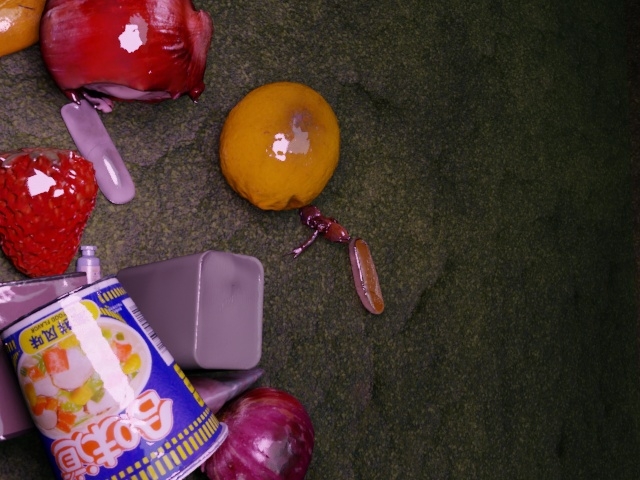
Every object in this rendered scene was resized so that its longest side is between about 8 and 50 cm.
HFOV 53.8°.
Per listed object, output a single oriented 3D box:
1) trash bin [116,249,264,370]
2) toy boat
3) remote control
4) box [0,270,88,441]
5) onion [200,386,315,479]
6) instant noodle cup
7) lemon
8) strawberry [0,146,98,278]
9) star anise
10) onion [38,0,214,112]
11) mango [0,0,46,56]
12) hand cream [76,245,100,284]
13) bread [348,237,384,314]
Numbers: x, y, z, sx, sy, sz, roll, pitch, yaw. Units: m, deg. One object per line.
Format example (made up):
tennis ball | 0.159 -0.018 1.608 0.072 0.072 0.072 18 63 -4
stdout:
trash bin | -0.254 0.145 1.205 0.158 0.344 0.222 12 73 -39
toy boat | -0.198 0.310 1.327 0.282 0.206 0.096 -7 74 -55
remote control | -0.452 -0.183 1.305 0.073 0.044 0.229 -31 101 -36
box | -0.509 0.198 1.110 0.188 0.153 0.252 -7 85 -42
onion | -0.118 0.438 1.330 0.273 0.230 0.256 20 68 -27
instant noodle cup | -0.336 0.232 0.986 0.284 0.284 0.312 -29 91 -39
lemon | -0.091 -0.216 1.457 0.297 0.297 0.296 9 75 -37
strawberry | -0.514 -0.049 1.163 0.205 0.205 0.244 -9 108 -40
star anise | -0.009 -0.005 1.615 0.141 0.158 0.144 25 99 -23
onion | -0.381 -0.405 1.236 0.341 0.341 0.341 9 75 -37
mango | -0.606 -0.425 1.191 0.157 0.109 0.262 45 58 -28
hand cream | -0.456 0.096 1.244 0.065 0.043 0.170 2 81 -42
bread | 0.116 0.098 1.700 0.073 0.053 0.214 -12 85 -44
